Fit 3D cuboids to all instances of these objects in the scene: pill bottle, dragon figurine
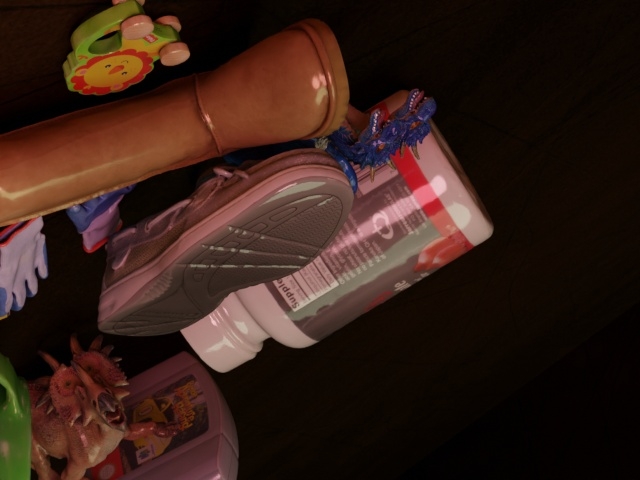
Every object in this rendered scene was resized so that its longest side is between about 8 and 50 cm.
[{"bbox_3d":[0.000,0.000,1.373,0.318,0.176,0.176,-32,161,10],"label":"pill bottle"},{"bbox_3d":[-0.025,-0.066,1.211,0.085,0.144,0.289,-4,150,-50],"label":"dragon figurine"}]

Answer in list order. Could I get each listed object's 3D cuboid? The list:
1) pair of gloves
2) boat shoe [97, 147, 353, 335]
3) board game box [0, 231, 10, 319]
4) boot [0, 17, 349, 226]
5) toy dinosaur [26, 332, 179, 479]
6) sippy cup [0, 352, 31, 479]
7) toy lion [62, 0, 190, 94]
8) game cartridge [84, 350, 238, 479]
[{"bbox_3d":[-0.229,-0.002,1.190,0.198,0.023,0.159,-41,168,-27],"label":"pair of gloves"},{"bbox_3d":[-0.094,-0.009,1.149,0.118,0.103,0.320,6,154,-35],"label":"boat shoe"},{"bbox_3d":[-0.350,0.042,1.187,0.141,0.048,0.170,-23,161,-21],"label":"board game box"},{"bbox_3d":[-0.135,-0.078,1.033,0.269,0.089,0.236,-20,180,-24],"label":"boot"},{"bbox_3d":[-0.303,0.200,1.549,0.295,0.127,0.200,-10,128,28],"label":"toy dinosaur"},{"bbox_3d":[-0.414,0.245,1.341,0.224,0.305,0.240,5,170,-19],"label":"sippy cup"},{"bbox_3d":[-0.154,-0.142,1.012,0.096,0.034,0.100,-25,163,13],"label":"toy lion"},{"bbox_3d":[-0.202,0.248,1.662,0.196,0.294,0.060,-25,118,-4],"label":"game cartridge"}]
